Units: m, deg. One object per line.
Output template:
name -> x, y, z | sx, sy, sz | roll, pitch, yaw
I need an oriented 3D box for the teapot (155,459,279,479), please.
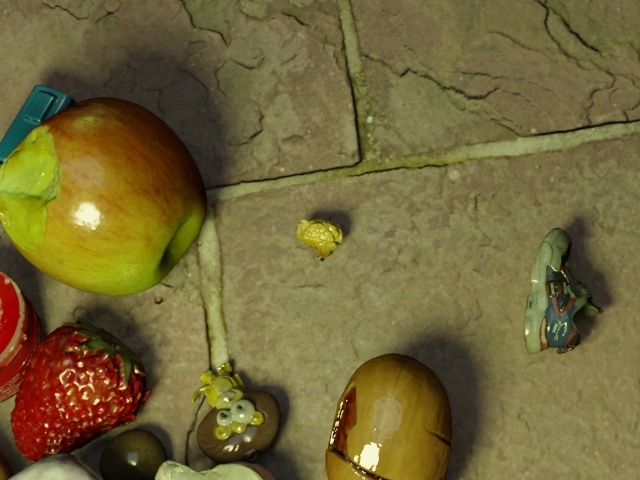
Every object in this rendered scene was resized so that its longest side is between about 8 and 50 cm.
teapot -> -0.146, 0.400, 1.797 | 0.163, 0.178, 0.221 | -38, 66, -12

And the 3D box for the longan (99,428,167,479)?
longan -> -0.305, 0.363, 1.877 | 0.113, 0.092, 0.113 | 4, 62, -8

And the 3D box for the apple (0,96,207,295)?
apple -> -0.364, -0.068, 1.957 | 0.340, 0.339, 0.339 | -2, 65, 5

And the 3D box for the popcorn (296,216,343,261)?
popcorn -> 0.000, 0.000, 2.035 | 0.084, 0.084, 0.084 | -2, 65, 5

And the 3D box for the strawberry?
strawberry -> -0.415, 0.260, 1.910 | 0.205, 0.205, 0.244 | 41, 97, 21

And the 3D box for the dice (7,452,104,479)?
dice -> -0.377, 0.501, 1.722 | 0.271, 0.270, 0.270 | 39, 73, 20

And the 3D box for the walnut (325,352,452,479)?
walnut -> 0.112, 0.326, 1.802 | 0.203, 0.203, 0.297 | 5, 82, 8

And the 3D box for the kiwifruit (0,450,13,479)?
kiwifruit -> -0.611, 0.409, 1.836 | 0.234, 0.196, 0.196 | -39, 67, -12

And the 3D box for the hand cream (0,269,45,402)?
hand cream -> -0.592, 0.164, 1.972 | 0.230, 0.149, 0.230 | -3, 63, 6

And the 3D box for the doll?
doll -> -0.152, 0.290, 1.900 | 0.188, 0.096, 0.145 | 34, 65, 30

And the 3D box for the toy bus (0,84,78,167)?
toy bus -> -0.525, -0.198, 2.156 | 0.090, 0.106, 0.184 | 18, 68, 16

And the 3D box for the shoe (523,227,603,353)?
shoe -> 0.412, 0.088, 1.926 | 0.125, 0.099, 0.227 | 9, 71, 18
